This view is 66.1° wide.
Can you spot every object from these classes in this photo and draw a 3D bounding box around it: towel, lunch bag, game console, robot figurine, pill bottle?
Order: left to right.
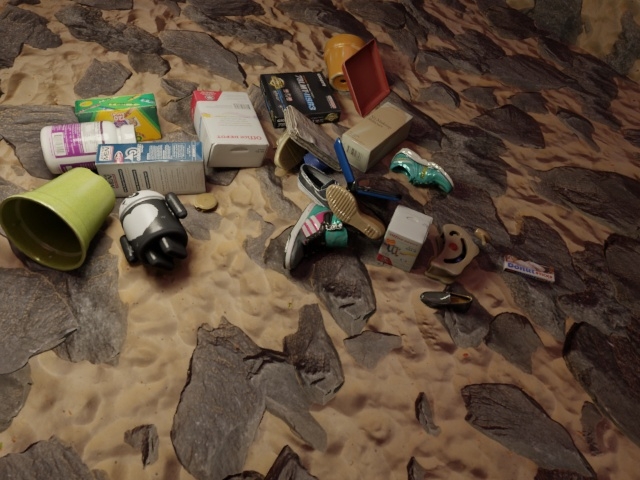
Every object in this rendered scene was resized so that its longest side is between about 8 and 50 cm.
[{"bbox_3d":[-0.813,-0.338,1.760,0.301,0.169,0.169,-9,55,-16],"label":"pill bottle"},{"bbox_3d":[-0.534,-0.035,1.572,0.209,0.173,0.278,-22,60,-26],"label":"robot figurine"},{"bbox_3d":[-0.024,-0.396,1.901,0.282,0.049,0.187,29,34,-38],"label":"towel"},{"bbox_3d":[-0.023,-0.306,1.918,0.067,0.065,0.098,23,37,-44],"label":"lunch bag"},{"bbox_3d":[0.160,-0.247,1.748,0.250,0.293,0.173,11,97,-2],"label":"game console"}]

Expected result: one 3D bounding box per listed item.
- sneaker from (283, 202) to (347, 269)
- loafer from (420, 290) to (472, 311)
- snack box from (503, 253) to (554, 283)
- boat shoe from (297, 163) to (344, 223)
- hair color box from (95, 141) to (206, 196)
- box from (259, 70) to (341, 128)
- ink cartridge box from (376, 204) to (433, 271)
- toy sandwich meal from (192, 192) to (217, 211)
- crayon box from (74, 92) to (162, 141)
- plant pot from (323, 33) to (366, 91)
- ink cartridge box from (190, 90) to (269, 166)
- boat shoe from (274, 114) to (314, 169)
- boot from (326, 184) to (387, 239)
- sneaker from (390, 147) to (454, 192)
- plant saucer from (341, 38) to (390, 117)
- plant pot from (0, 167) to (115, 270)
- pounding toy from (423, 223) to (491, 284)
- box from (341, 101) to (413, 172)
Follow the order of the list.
[{"bbox_3d":[0.000,0.000,1.669,0.178,0.124,0.295,15,51,15],"label":"sneaker"},{"bbox_3d":[0.415,0.190,1.621,0.170,0.061,0.062,7,54,-3],"label":"loafer"},{"bbox_3d":[0.746,0.101,1.763,0.178,0.022,0.064,16,54,3],"label":"snack box"},{"bbox_3d":[0.035,-0.177,1.812,0.108,0.102,0.301,-34,65,-29],"label":"boat shoe"},{"bbox_3d":[-0.583,-0.249,1.726,0.347,0.174,0.105,-4,54,-12],"label":"hair color box"},{"bbox_3d":[-0.092,-0.622,2.151,0.293,0.073,0.295,-10,56,-14],"label":"box"},{"bbox_3d":[0.284,-0.007,1.676,0.128,0.176,0.127,22,53,8],"label":"ink cartridge box"},{"bbox_3d":[-0.412,-0.134,1.759,0.085,0.029,0.085,7,49,-8],"label":"toy sandwich meal"},{"bbox_3d":[-0.756,-0.453,1.859,0.278,0.165,0.081,-12,56,-16],"label":"crayon box"},{"bbox_3d":[0.112,-0.794,2.245,0.205,0.205,0.188,7,68,-4],"label":"plant pot"},{"bbox_3d":[-0.357,-0.433,1.900,0.226,0.131,0.306,-5,56,-27],"label":"ink cartridge box"},{"bbox_3d":[-0.119,-0.383,1.956,0.098,0.109,0.302,-10,42,36],"label":"boat shoe"},{"bbox_3d":[0.129,-0.101,1.710,0.248,0.090,0.207,46,17,2],"label":"boot"},{"bbox_3d":[0.402,-0.256,1.951,0.275,0.107,0.110,33,75,21],"label":"sneaker"},{"bbox_3d":[0.196,-0.718,2.186,0.048,0.259,0.258,7,43,41],"label":"plant saucer"},{"bbox_3d":[-0.790,-0.091,1.543,0.276,0.276,0.254,18,41,5],"label":"plant pot"},{"bbox_3d":[0.470,0.014,1.702,0.154,0.155,0.269,41,58,15],"label":"pounding toy"},{"bbox_3d":[0.229,-0.427,2.019,0.148,0.121,0.311,35,56,18],"label":"box"}]
